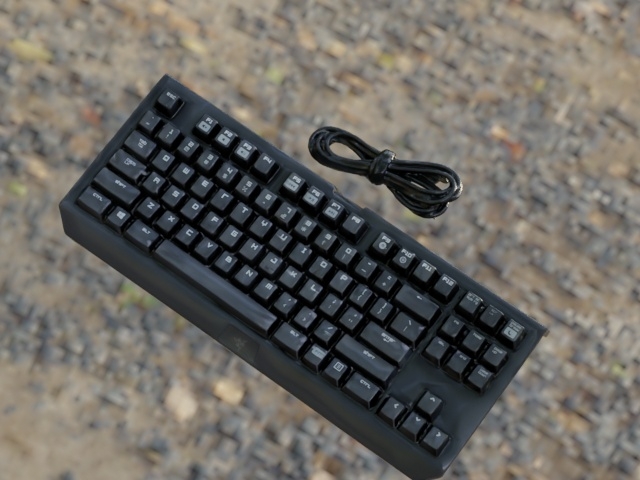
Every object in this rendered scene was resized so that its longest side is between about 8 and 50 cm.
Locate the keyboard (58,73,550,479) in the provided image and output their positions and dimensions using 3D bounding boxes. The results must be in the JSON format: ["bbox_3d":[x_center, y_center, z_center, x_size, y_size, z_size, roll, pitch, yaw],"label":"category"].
[{"bbox_3d":[0.000,0.000,0.707,0.180,0.108,0.023,34,-19,13],"label":"keyboard"}]
